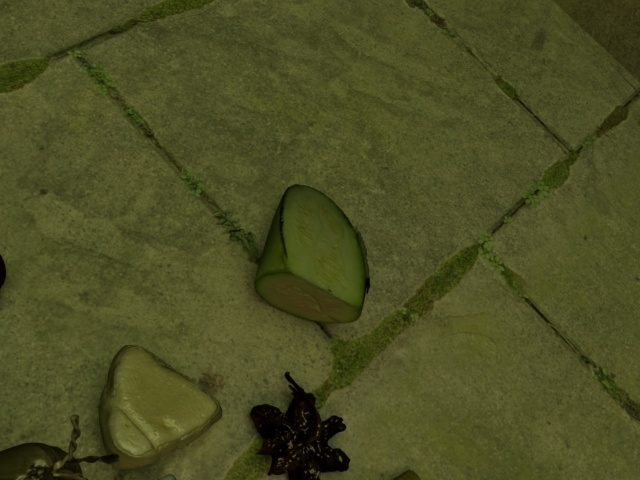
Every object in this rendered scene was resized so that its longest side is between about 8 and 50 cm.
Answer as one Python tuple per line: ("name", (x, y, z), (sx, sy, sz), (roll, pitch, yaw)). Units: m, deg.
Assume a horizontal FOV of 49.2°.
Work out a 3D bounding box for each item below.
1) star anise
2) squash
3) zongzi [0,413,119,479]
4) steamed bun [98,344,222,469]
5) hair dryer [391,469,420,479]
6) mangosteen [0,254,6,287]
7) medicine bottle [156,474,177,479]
("star anise", (-0.038, 0.388, 1.352), (0.220, 0.126, 0.190), (43, 61, 1))
("squash", (0.000, 0.000, 1.522), (0.234, 0.210, 0.309), (29, 61, -20))
("zongzi", (-0.468, 0.541, 0.961), (0.500, 0.218, 0.467), (-19, 67, -7))
("steamed bun", (-0.327, 0.325, 1.284), (0.231, 0.110, 0.212), (36, 40, 4))
("hair dryer", (0.089, 0.516, 1.345), (0.279, 0.135, 0.090), (-14, 82, -45))
("mangosteen", (-0.657, 0.071, 1.290), (0.152, 0.152, 0.152), (9, 61, -16))
("medicine bottle", (-0.257, 0.512, 1.203), (0.094, 0.119, 0.188), (-23, 73, -24))
